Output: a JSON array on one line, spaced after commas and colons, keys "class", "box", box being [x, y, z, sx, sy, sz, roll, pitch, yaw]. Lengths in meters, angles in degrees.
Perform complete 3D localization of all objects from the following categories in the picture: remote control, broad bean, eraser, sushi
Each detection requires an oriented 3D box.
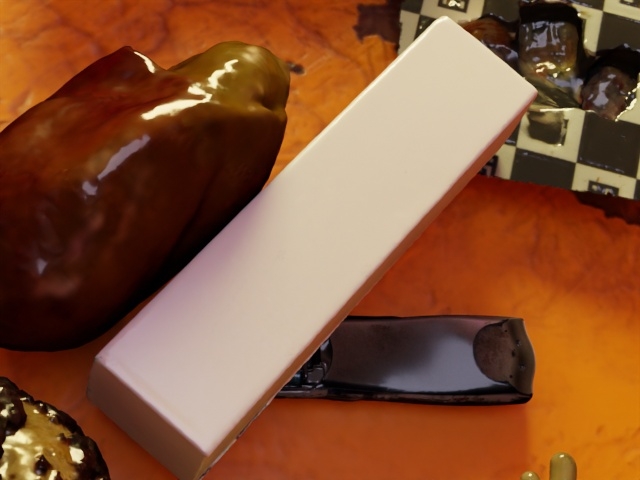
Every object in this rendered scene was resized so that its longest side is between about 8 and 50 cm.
[{"class": "remote control", "box": [0.025, 0.069, 0.830, 0.212, 0.028, 0.059, 1, 63, -13]}, {"class": "broad bean", "box": [-0.111, -0.034, 0.773, 0.122, 0.156, 0.228, 43, 68, 2]}, {"class": "eraser", "box": [0.000, 0.001, 0.796, 0.078, 0.076, 0.298, 41, 65, 7]}, {"class": "sushi", "box": [0.151, -0.107, 0.940, 0.210, 0.040, 0.192, 6, 65, -4]}]

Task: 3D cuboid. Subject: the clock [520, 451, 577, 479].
[{"class": "clock", "box": [0.068, 0.250, 0.720, 0.308, 0.096, 0.235, -38, 78, -26]}]

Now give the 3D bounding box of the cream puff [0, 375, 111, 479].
[{"class": "cream puff", "box": [-0.200, 0.154, 0.647, 0.239, 0.165, 0.239, 11, 57, -17]}]
